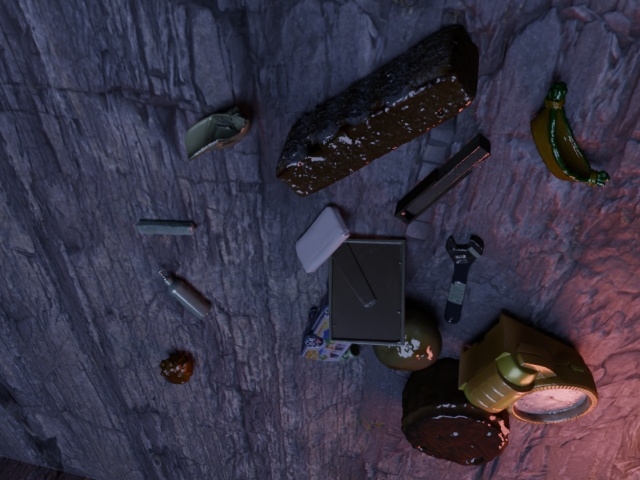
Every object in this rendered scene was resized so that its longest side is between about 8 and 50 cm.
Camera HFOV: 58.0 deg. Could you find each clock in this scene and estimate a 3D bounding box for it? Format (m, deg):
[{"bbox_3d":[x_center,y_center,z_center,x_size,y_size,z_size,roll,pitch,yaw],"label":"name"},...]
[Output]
[{"bbox_3d":[0.545,0.352,1.485,0.317,0.200,0.244,18,139,-11],"label":"clock"}]

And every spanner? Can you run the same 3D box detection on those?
[{"bbox_3d":[0.338,0.105,1.431,0.087,0.024,0.316,10,136,12],"label":"spanner"}]

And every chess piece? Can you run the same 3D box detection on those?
[{"bbox_3d":[0.077,0.344,1.731,0.042,0.042,0.093,35,138,-15],"label":"chess piece"}]

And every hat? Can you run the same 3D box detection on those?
[{"bbox_3d":[-0.217,-0.219,1.234,0.166,0.122,0.081,-34,136,8],"label":"hat"}]

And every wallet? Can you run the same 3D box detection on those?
[{"bbox_3d":[0.000,0.000,1.401,0.033,0.095,0.190,-5,152,-38],"label":"wallet"}]

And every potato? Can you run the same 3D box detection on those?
[{"bbox_3d":[0.226,0.269,1.535,0.178,0.160,0.235,48,146,6],"label":"potato"}]

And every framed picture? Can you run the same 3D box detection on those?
[{"bbox_3d":[0.112,0.124,1.395,0.189,0.023,0.260,0,90,12],"label":"framed picture"}]

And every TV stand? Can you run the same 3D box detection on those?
[{"bbox_3d":[0.254,-0.125,1.220,0.040,0.049,0.256,33,133,-15],"label":"TV stand"}]

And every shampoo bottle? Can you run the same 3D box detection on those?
[{"bbox_3d":[-0.408,0.154,1.701,0.056,0.056,0.195,-25,120,35],"label":"shampoo bottle"}]

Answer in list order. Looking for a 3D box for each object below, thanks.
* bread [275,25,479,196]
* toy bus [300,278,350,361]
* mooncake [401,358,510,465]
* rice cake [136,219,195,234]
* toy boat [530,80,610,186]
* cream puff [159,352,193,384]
[{"bbox_3d":[0.098,-0.235,1.088,0.416,0.165,0.113,-26,125,35],"label":"bread"},{"bbox_3d":[0.048,0.211,1.571,0.136,0.109,0.330,18,136,-11],"label":"toy bus"},{"bbox_3d":[0.391,0.510,1.683,0.324,0.187,0.324,8,134,8],"label":"mooncake"},{"bbox_3d":[-0.414,-0.034,1.543,0.170,0.029,0.033,2,136,16],"label":"rice cake"},{"bbox_3d":[0.455,-0.184,1.067,0.088,0.089,0.229,-13,125,46],"label":"toy boat"},{"bbox_3d":[-0.490,0.434,1.974,0.122,0.094,0.116,-40,117,16],"label":"cream puff"}]
